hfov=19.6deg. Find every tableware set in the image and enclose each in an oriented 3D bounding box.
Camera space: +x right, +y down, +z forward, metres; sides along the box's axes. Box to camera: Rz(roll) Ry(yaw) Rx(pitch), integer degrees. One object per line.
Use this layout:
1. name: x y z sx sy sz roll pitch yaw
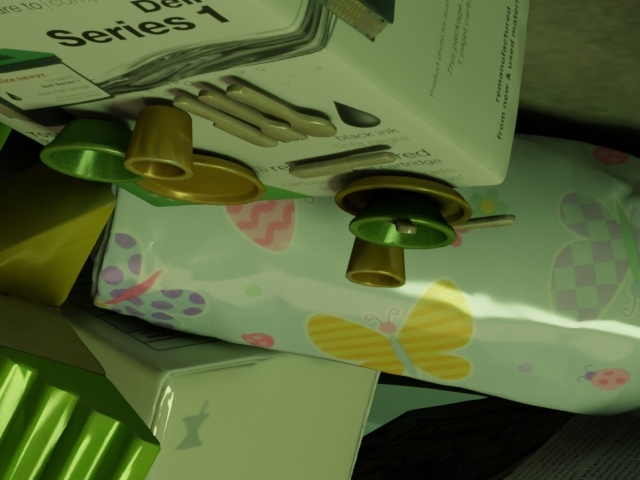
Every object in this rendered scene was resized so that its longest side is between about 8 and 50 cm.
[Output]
1. tableware set: -0.015 -0.012 0.632 0.104 0.024 0.154 -7 160 41

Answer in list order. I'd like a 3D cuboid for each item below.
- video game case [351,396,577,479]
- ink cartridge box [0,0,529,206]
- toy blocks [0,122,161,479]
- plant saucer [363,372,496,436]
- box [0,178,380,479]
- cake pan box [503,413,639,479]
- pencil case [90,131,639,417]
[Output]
1. video game case: 0.050 0.143 1.017 0.248 0.035 0.275 -25 -174 -36
2. ink cartridge box: -0.053 -0.090 0.595 0.160 0.093 0.219 -3 161 33
3. toy blocks: -0.260 -0.011 0.693 0.261 0.191 0.381 21 -166 -38
4. plant saucer: 0.085 0.121 1.294 0.317 0.044 0.317 8 162 3
5. box: -0.111 0.067 0.876 0.232 0.127 0.148 26 -160 37
6. cake pan box: 0.240 0.078 0.816 0.245 0.070 0.267 -6 -162 38
7. pencil case: 0.036 -0.006 0.788 0.273 0.124 0.113 10 145 -7
